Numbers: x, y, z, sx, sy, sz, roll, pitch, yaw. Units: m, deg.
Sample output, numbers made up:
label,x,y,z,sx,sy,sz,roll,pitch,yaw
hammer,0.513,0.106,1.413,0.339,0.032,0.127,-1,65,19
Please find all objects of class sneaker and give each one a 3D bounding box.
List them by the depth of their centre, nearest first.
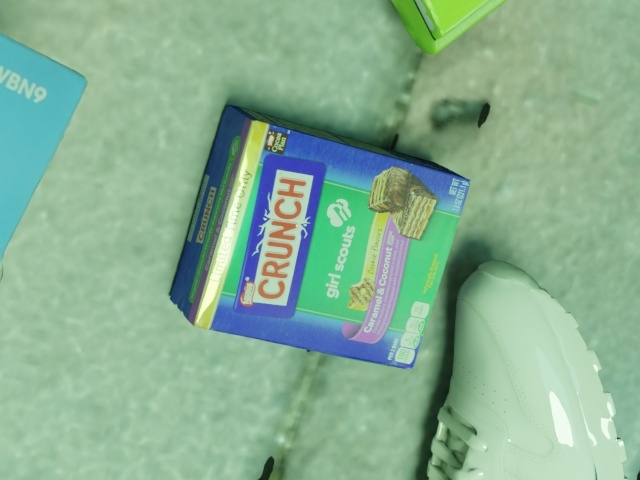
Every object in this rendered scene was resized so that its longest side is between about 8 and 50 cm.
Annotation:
label,x,y,z,sx,sy,sz,roll,pitch,yaw
sneaker,0.086,0.125,0.617,0.095,0.090,0.235,-14,106,-9

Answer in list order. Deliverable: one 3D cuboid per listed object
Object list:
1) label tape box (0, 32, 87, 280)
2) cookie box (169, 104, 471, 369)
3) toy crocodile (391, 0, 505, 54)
label,x,y,z,sx,sy,sz,roll,pitch,yaw
label tape box,-0.271,0.041,0.431,0.249,0.115,0.347,27,87,-26
cookie box,0.000,0.000,0.571,0.107,0.040,0.091,13,98,-24
toy crocodile,-0.016,-0.221,0.487,0.115,0.105,0.340,-42,119,-9
